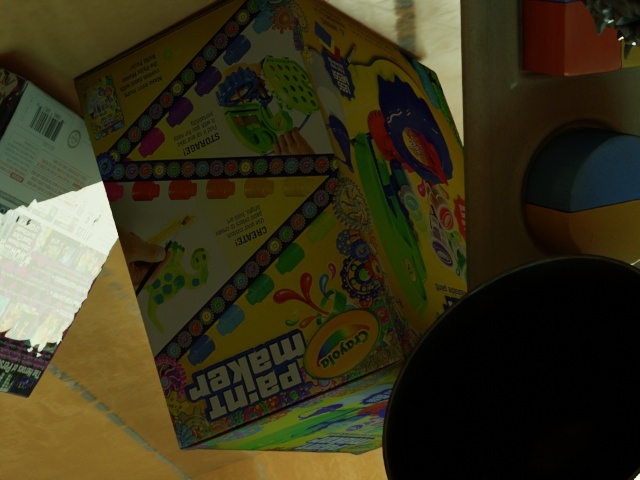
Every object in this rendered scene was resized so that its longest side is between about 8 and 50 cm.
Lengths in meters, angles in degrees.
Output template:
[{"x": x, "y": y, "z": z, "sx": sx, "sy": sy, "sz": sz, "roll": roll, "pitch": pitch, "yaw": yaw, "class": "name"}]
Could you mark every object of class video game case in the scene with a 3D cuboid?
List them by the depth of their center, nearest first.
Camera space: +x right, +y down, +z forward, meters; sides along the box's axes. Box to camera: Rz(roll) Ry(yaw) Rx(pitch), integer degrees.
[{"x": -0.222, "y": 0.002, "z": 1.174, "sx": 0.210, "sy": 0.042, "sz": 0.232, "roll": -63, "pitch": 161, "yaw": -2, "class": "video game case"}]

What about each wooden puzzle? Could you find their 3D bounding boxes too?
[{"x": 0.242, "y": -0.105, "z": 1.119, "sx": 0.322, "sy": 0.348, "sz": 0.080, "roll": -10, "pitch": -160, "yaw": -29, "class": "wooden puzzle"}]

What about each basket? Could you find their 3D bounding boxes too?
[{"x": 0.153, "y": 0.129, "z": 1.084, "sx": 0.204, "sy": 0.154, "sz": 0.227, "roll": -42, "pitch": 157, "yaw": -2, "class": "basket"}]

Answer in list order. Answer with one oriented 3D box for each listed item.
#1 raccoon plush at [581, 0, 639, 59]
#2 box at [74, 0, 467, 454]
[{"x": 0.097, "y": -0.263, "z": 0.522, "sx": 0.299, "sy": 0.216, "sz": 0.446, "roll": -41, "pitch": 134, "yaw": 18, "class": "raccoon plush"}, {"x": 0.000, "y": 0.000, "z": 1.208, "sx": 0.177, "sy": 0.279, "sz": 0.290, "roll": -24, "pitch": 164, "yaw": 21, "class": "box"}]
